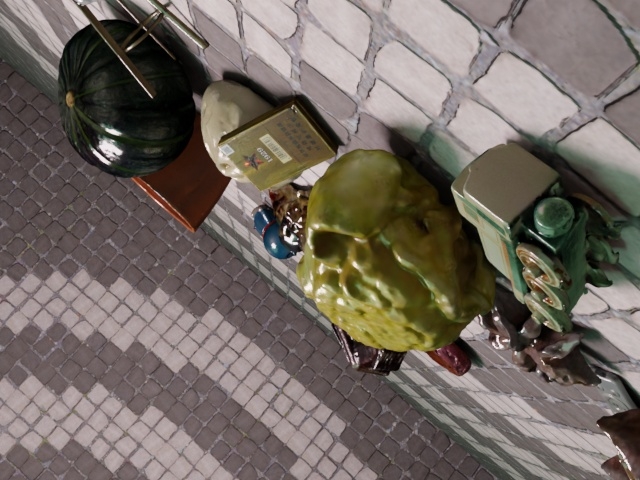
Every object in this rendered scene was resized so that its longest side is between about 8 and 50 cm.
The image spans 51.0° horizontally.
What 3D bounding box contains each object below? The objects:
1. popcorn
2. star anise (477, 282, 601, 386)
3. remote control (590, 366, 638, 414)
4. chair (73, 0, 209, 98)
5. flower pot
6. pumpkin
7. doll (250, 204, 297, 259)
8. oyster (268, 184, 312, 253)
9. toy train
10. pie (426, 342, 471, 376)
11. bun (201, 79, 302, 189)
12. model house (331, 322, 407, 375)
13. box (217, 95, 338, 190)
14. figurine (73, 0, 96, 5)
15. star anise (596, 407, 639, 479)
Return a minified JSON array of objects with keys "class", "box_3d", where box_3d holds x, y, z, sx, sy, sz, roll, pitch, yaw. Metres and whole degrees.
[{"class":"popcorn","box_3d":[0.091,0.029,0.770,0.225,0.174,0.286,28,158,11]},{"class":"star anise","box_3d":[0.260,0.126,0.844,0.195,0.065,0.182,33,167,26]},{"class":"remote control","box_3d":[0.402,0.226,0.866,0.184,0.027,0.050,51,165,-24]},{"class":"chair","box_3d":[-0.258,-0.301,0.859,0.221,0.104,0.095,45,-174,-34]},{"class":"flower pot","box_3d":[-0.252,-0.138,1.270,0.190,0.173,0.190,38,169,9]},{"class":"pumpkin","box_3d":[-0.302,-0.226,1.063,0.250,0.216,0.250,24,131,31]},{"class":"doll","box_3d":[-0.098,-0.015,1.502,0.152,0.085,0.114,46,163,33]},{"class":"oyster","box_3d":[0.006,0.003,1.182,0.221,0.096,0.361,38,174,-27]},{"class":"toy train","box_3d":[0.185,0.002,0.578,0.125,0.081,0.194,46,177,32]},{"class":"pie","box_3d":[0.220,0.197,1.323,0.182,0.049,0.182,41,175,5]},{"class":"bun","box_3d":[-0.109,-0.140,0.955,0.183,0.102,0.183,42,170,9]},{"class":"model house","box_3d":[0.105,0.159,1.301,0.203,0.141,0.164,59,144,14]},{"class":"box","box_3d":[-0.054,-0.120,0.849,0.133,0.023,0.090,-22,126,34]},{"class":"figurine","box_3d":[-0.256,-0.333,0.590,0.193,0.140,0.265,57,149,12]},{"class":"star anise","box_3d":[0.448,0.287,0.713,0.331,0.117,0.332,37,160,16]}]
